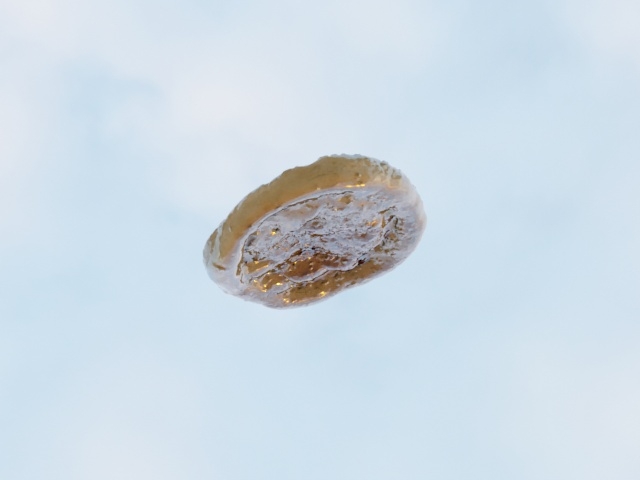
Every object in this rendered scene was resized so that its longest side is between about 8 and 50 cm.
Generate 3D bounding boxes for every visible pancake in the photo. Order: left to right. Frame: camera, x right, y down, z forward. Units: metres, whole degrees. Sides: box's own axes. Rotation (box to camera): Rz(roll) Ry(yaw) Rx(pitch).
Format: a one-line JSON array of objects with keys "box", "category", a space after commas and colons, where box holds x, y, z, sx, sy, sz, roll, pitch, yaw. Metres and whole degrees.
[{"box": [0.000, -0.001, 1.236, 0.151, 0.151, 0.025, -24, -121, 2], "category": "pancake"}]
